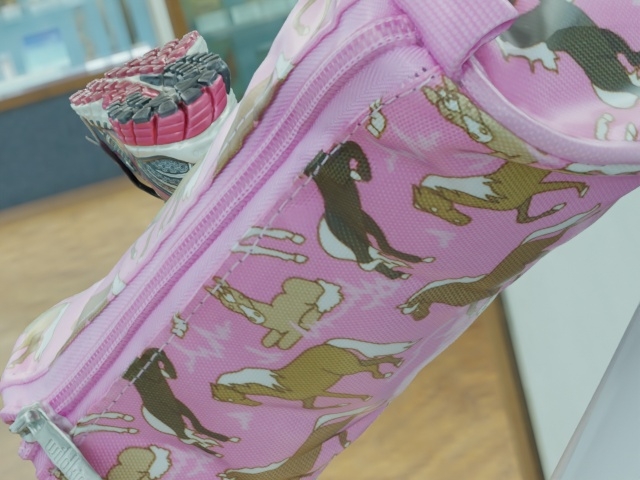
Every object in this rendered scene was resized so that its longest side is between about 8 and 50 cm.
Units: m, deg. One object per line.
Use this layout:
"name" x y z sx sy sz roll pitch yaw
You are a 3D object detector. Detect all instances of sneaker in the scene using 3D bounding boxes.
"sneaker" -0.118 -0.084 1.336 0.121 0.112 0.299 -28 18 -3

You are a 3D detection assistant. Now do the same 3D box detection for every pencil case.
"pencil case" 0.000 0.000 0.736 0.386 0.160 0.167 -46 14 44

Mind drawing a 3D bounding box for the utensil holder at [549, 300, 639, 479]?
"utensil holder" 0.260 0.118 0.691 0.328 0.385 0.327 23 12 -6
